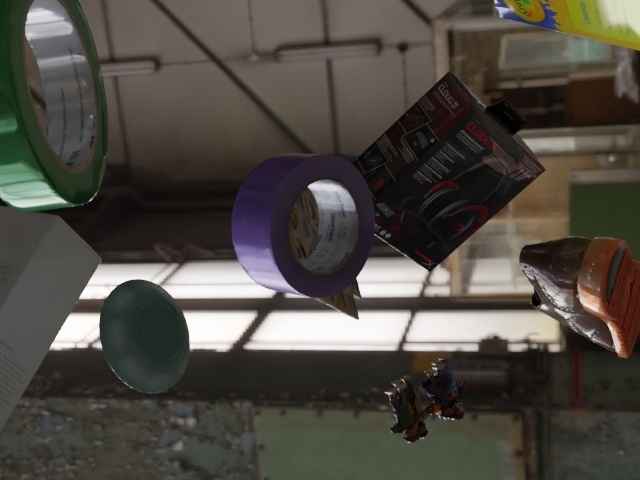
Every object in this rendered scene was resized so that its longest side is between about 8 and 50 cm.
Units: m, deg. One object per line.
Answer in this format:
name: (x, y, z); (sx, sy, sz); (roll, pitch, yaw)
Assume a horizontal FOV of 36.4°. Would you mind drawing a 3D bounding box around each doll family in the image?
doll family: (0.179, 0.268, 1.605); (0.076, 0.193, 0.111); (-13, 98, 64)

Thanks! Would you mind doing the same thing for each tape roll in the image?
tape roll: (-0.020, -0.021, 1.287); (0.189, 0.080, 0.189); (-6, -81, -42)
tape roll: (-0.366, -0.199, 1.259); (0.321, 0.077, 0.321); (-7, -90, -83)

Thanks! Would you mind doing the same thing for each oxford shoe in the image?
oxford shoe: (0.377, 0.072, 1.369); (0.364, 0.133, 0.130); (42, -117, -56)

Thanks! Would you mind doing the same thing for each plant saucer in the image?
plant saucer: (-0.277, 0.154, 1.614); (0.195, 0.037, 0.195); (25, -124, -44)

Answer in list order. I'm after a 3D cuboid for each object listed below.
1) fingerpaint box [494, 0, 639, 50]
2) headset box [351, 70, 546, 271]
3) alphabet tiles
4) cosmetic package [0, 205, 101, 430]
fingerpaint box: (0.370, -0.415, 1.195); (0.163, 0.371, 0.445); (-65, -28, -9)
headset box: (0.204, -0.115, 1.581); (0.218, 0.293, 0.110); (33, -159, -41)
alphabet tiles: (0.000, 0.000, 1.858); (0.342, 0.011, 0.285); (34, -141, -64)
cosmetic package: (-0.632, 0.163, 1.805); (0.453, 0.230, 0.161); (-64, -36, -25)
